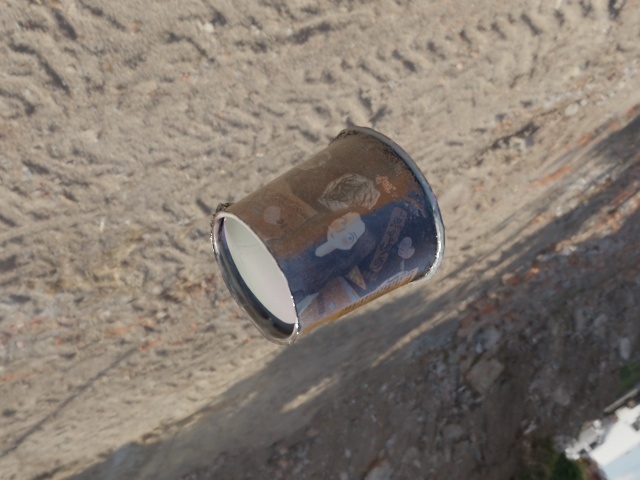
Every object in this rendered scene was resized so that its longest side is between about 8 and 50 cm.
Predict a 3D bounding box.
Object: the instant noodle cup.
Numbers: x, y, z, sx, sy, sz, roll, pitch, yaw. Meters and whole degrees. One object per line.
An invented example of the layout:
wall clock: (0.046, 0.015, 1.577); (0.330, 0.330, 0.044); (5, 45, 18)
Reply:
instant noodle cup: (0.000, 0.000, 0.825); (0.207, 0.217, 0.217); (-30, 157, -27)
